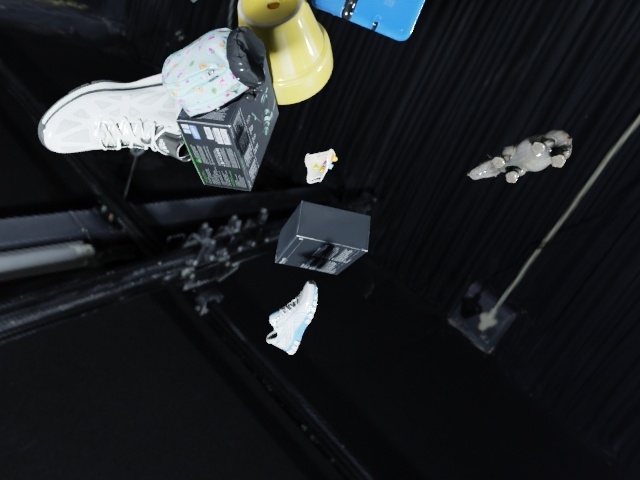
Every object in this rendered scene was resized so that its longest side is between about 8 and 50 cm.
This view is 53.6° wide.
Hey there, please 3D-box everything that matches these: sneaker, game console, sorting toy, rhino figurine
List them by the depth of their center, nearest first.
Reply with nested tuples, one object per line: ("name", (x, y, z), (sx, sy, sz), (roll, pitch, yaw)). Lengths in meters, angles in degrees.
("rhino figurine", (0.404, -0.165, 1.304), (0.106, 0.243, 0.073), (-36, -77, -40))
("sneaker", (-0.066, 0.165, 1.388), (0.083, 0.190, 0.071), (19, -157, -11))
("sorting toy", (-0.002, -0.171, 1.504), (0.083, 0.075, 0.045), (-3, 150, 47))
("game console", (0.143, -0.672, 1.549), (0.250, 0.293, 0.173), (19, -161, -10))
("sneaker", (-0.488, -0.301, 1.666), (0.448, 0.169, 0.257), (-25, -128, -25))

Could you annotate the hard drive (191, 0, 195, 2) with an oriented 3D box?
("hard drive", (-0.246, -0.572, 1.314), (0.094, 0.135, 0.022), (45, -156, -37))

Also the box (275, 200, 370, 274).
("box", (0.000, 0.000, 1.658), (0.185, 0.261, 0.103), (10, -109, -14))

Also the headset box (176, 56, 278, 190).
("headset box", (-0.210, -0.309, 1.533), (0.131, 0.246, 0.282), (9, -119, 12))

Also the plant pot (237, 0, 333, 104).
("plant pot", (-0.104, -0.520, 1.619), (0.254, 0.239, 0.253), (-3, -116, 6))

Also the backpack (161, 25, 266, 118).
("backpack", (-0.197, -0.308, 1.162), (0.115, 0.182, 0.151), (50, -151, -39))
